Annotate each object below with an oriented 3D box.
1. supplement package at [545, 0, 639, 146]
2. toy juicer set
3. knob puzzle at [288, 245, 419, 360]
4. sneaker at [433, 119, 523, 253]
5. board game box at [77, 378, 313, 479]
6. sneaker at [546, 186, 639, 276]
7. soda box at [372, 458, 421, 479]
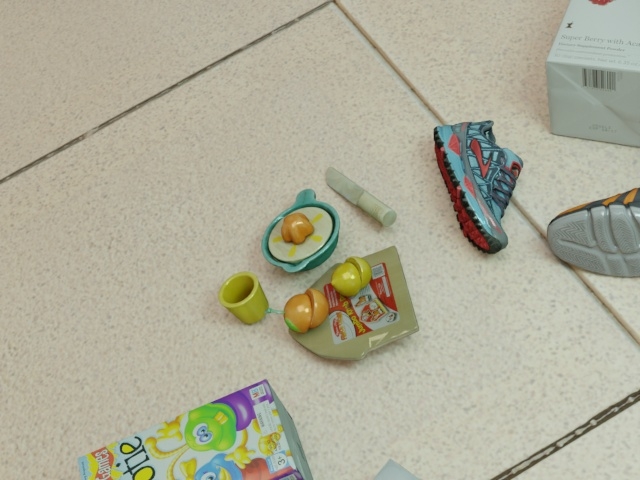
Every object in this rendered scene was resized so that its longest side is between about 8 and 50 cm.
[{"bbox_3d":[0.489,-0.321,1.466,0.178,0.175,0.292,12,60,25],"label":"supplement package"},{"bbox_3d":[0.000,0.000,1.426,0.209,0.089,0.329,14,58,38],"label":"toy juicer set"},{"bbox_3d":[0.045,0.110,1.387,0.213,0.030,0.213,-15,46,17],"label":"knob puzzle"},{"bbox_3d":[0.260,-0.099,1.426,0.125,0.104,0.261,-16,53,3],"label":"sneaker"},{"bbox_3d":[-0.161,0.324,1.230,0.275,0.142,0.144,-23,52,0],"label":"board game box"},{"bbox_3d":[0.495,-0.053,1.328,0.321,0.124,0.180,-6,38,22],"label":"sneaker"},{"bbox_3d":[0.055,0.391,1.164,0.074,0.069,0.216,31,68,33],"label":"soda box"}]
